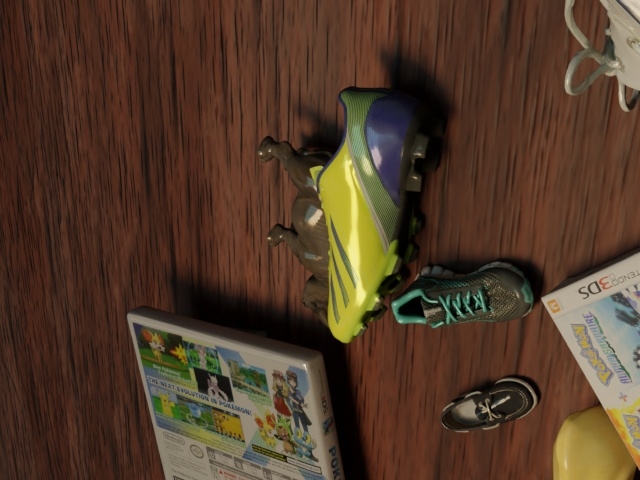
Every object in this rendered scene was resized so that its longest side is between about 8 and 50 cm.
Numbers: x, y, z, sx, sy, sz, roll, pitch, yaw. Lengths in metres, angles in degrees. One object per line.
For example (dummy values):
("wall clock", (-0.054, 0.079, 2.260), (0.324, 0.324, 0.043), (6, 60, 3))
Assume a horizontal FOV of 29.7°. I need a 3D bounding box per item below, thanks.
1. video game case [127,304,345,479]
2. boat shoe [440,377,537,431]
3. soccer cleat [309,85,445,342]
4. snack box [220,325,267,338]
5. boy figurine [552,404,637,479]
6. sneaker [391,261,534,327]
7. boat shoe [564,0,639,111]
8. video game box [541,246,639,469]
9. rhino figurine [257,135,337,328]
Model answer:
("video game case", (-0.102, 0.247, 1.529), (0.329, 0.036, 0.300), (11, 119, 42))
("boat shoe", (0.173, 0.174, 1.258), (0.125, 0.038, 0.046), (-21, 95, 52))
("soccer cleat", (0.041, -0.027, 1.234), (0.121, 0.093, 0.289), (23, 123, 15))
("snack box", (-0.109, 0.271, 1.623), (0.187, 0.060, 0.322), (2, 112, 47))
("boy figurine", (0.278, 0.292, 1.165), (0.177, 0.092, 0.285), (-8, 104, 51))
("sneaker", (0.138, 0.064, 1.202), (0.166, 0.076, 0.065), (-8, 106, 51))
("boat shoe", (0.262, -0.145, 0.905), (0.367, 0.136, 0.156), (48, 144, 4))
("video game box", (0.311, 0.102, 1.049), (0.205, 0.048, 0.187), (60, 145, 4))
("rhino figurine", (0.000, 0.000, 1.327), (0.106, 0.073, 0.243), (16, 126, 34))
